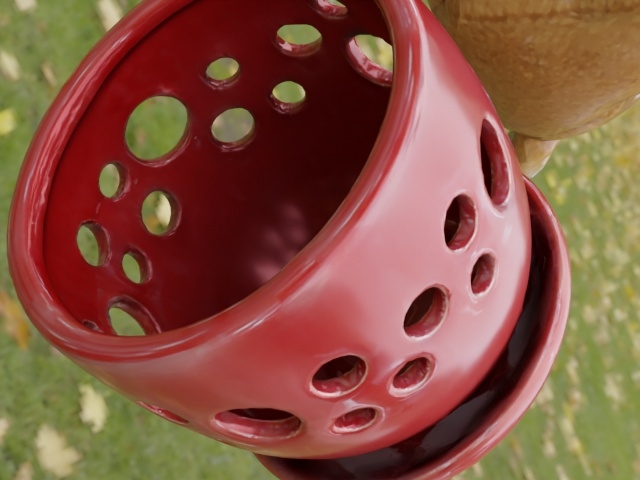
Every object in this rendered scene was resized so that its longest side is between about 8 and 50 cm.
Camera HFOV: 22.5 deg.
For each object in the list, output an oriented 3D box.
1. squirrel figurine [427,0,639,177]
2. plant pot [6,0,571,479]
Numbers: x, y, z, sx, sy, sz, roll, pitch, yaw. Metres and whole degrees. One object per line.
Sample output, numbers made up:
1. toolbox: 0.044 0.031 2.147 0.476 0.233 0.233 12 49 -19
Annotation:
1. squirrel figurine: 0.151 -0.220 0.951 0.370 0.397 0.281 -57 137 -22
2. plant pot: 0.000 0.000 0.652 0.174 0.191 0.191 40 28 -44
